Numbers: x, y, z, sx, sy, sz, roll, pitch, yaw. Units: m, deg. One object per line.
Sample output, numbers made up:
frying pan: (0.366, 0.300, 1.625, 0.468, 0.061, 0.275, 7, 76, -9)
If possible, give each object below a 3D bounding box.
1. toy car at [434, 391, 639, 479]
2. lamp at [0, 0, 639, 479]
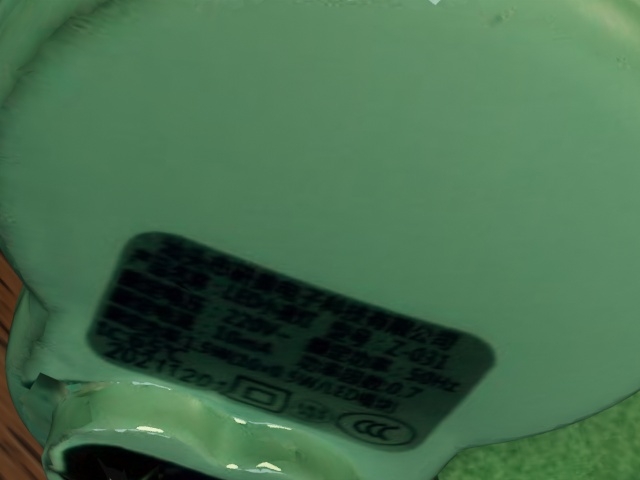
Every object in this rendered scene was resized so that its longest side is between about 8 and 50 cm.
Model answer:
toy car: (0.092, 0.049, 0.558, 0.141, 0.097, 0.320, -8, 116, 23)
lamp: (0.002, -0.008, 0.427, 0.209, 0.147, 0.284, 21, 121, -9)
